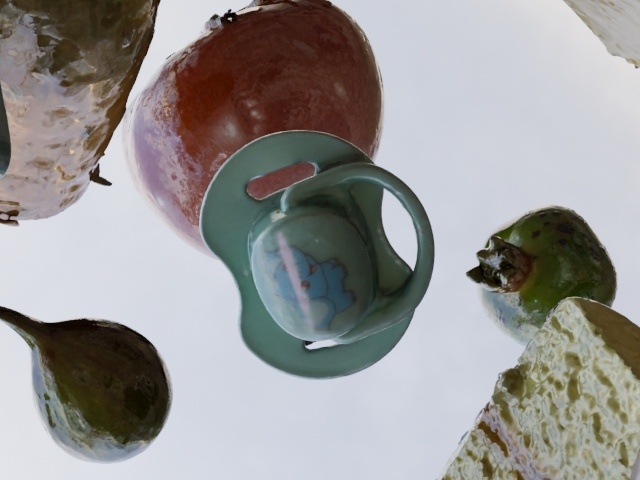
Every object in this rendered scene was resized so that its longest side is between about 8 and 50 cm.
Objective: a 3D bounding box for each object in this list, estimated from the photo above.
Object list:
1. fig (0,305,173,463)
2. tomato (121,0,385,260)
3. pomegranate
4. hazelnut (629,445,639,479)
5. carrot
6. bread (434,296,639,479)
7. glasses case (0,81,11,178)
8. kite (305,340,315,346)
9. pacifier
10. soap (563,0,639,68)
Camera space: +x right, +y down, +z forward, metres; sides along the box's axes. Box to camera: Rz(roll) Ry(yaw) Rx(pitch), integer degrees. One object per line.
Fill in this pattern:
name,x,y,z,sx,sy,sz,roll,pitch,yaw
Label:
fig,-0.232,0.098,1.411,0.236,0.124,0.124,35,-152,-20
tomato,-0.061,-0.133,1.984,0.273,0.341,0.341,57,-151,0
pomegranate,0.232,0.036,1.798,0.205,0.159,0.159,13,-143,-53
hazelnut,0.390,0.145,0.961,0.402,0.429,0.402,41,-140,-45
carrot,-0.274,-0.195,1.587,0.224,0.341,0.224,9,-128,-12
bread,0.234,0.196,1.326,0.198,0.263,0.236,-6,-134,-49
glasses case,-0.216,-0.083,0.555,0.266,0.056,0.105,22,-110,-50
kite,0.007,0.047,1.585,0.229,0.016,0.127,-19,-87,-51
pacifier,0.000,0.000,0.951,0.116,0.127,0.150,-94,-22,-71
soap,0.191,-0.151,0.637,0.073,0.232,0.140,43,-148,-28
